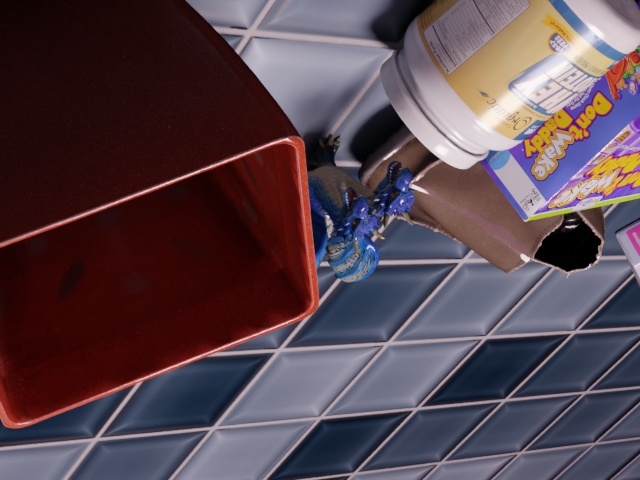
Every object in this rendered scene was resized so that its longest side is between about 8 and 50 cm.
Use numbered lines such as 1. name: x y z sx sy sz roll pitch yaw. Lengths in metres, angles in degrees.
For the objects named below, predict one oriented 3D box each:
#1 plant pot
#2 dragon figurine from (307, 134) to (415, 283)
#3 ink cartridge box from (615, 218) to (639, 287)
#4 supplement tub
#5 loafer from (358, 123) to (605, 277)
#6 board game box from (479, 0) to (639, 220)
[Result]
1. plant pot: -0.172 -0.053 1.279 0.267 0.236 0.267 -20 152 -9
2. dragon figurine: 0.000 0.000 1.607 0.085 0.144 0.289 -9 148 -28
3. ink cartridge box: 0.529 -0.031 2.085 0.311 0.065 0.186 -32 152 7
4. supplement tub: 0.164 -0.170 1.456 0.199 0.144 0.144 -40 149 24
5. loafer: 0.189 -0.043 1.705 0.366 0.130 0.134 9 137 -47
6. board game box: 0.339 -0.136 1.647 0.233 0.078 0.347 -46 160 32
